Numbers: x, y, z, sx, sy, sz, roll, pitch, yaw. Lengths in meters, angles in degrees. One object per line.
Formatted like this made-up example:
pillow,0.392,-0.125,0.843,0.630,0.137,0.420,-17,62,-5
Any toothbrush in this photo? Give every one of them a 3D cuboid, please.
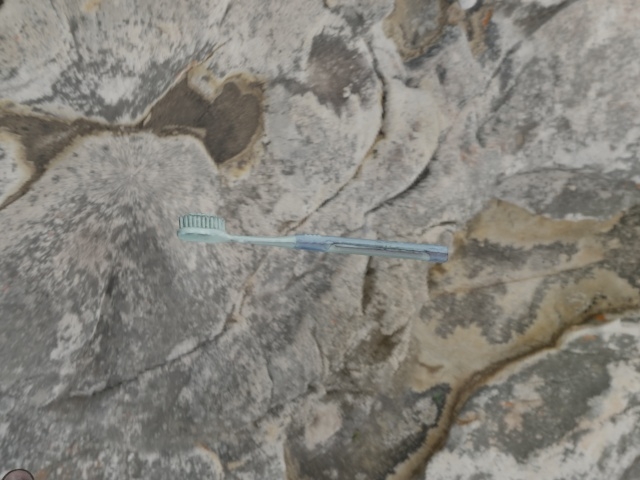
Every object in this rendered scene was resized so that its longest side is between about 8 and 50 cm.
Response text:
toothbrush,0.000,0.000,0.568,0.220,0.016,0.019,6,58,-20

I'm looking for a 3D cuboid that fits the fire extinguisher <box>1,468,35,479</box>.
fire extinguisher,-0.232,0.198,0.547,0.046,0.032,0.100,10,133,-11
